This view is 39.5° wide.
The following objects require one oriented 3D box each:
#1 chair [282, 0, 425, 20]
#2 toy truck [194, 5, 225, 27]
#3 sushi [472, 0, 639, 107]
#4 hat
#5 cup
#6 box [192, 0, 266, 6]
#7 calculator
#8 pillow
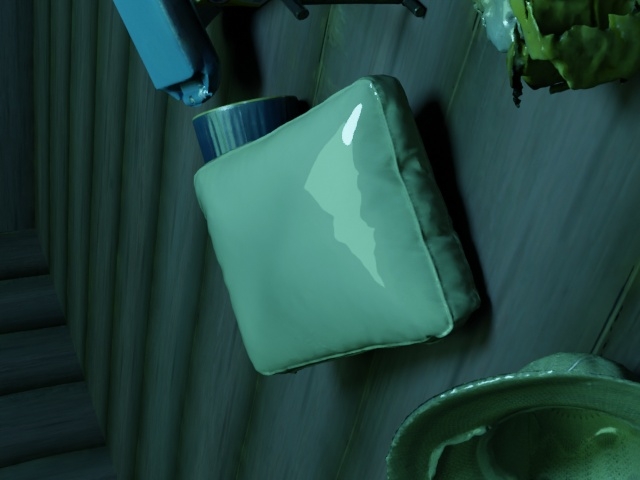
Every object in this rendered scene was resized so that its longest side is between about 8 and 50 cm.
[{"bbox_3d":[-0.007,-0.332,0.841,0.260,0.154,0.141,57,144,39],"label":"chair"},{"bbox_3d":[-0.189,-0.422,1.231,0.136,0.111,0.286,-18,-89,-85],"label":"toy truck"},{"bbox_3d":[0.149,-0.235,0.607,0.131,0.139,0.291,92,161,-67],"label":"sushi"},{"bbox_3d":[0.178,0.138,0.621,0.110,0.252,0.252,-69,-1,-47],"label":"hat"},{"bbox_3d":[-0.075,-0.086,1.103,0.176,0.131,0.155,-15,-87,-86],"label":"cup"},{"bbox_3d":[-0.077,-0.385,1.030,0.265,0.097,0.169,-10,88,65],"label":"box"},{"bbox_3d":[-0.219,-0.309,1.153,0.173,0.051,0.293,6,124,62],"label":"calculator"},{"bbox_3d":[0.000,0.000,0.898,0.322,0.119,0.256,-22,88,50],"label":"pillow"}]
